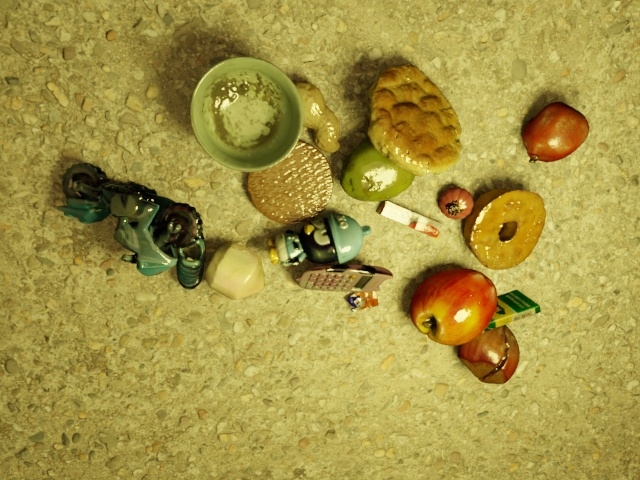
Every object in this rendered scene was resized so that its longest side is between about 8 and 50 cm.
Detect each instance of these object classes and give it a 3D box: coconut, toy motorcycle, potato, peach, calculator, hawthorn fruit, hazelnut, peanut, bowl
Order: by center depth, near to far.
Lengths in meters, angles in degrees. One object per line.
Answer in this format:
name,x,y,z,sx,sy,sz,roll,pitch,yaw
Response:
bowl,-0.198,-0.337,1.102,0.290,0.146,0.289,-3,106,-10
toy motorcycle,-0.534,-0.048,1.113,0.416,0.172,0.232,23,101,1
peanut,-0.011,-0.352,1.159,0.104,0.085,0.227,-28,112,28
potato,0.179,-0.211,1.194,0.253,0.148,0.186,-33,92,-4
coconut,-0.247,0.095,1.220,0.183,0.171,0.170,25,101,-13
hawthorn fruit,0.709,-0.318,1.239,0.169,0.169,0.188,37,90,-17
calculator,0.067,0.120,1.281,0.295,0.194,0.043,3,66,-11
peach,0.437,0.211,1.325,0.281,0.281,0.238,-48,65,7
hazelnut,0.605,0.391,1.435,0.212,0.181,0.181,34,119,-7

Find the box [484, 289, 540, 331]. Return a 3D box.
box,0.623,0.247,1.417,0.235,0.132,0.034,-18,110,-4

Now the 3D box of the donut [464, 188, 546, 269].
donut,0.589,-0.045,1.321,0.278,0.108,0.277,-6,113,-15

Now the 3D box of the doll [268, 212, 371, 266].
doll,0.000,0.000,1.222,0.314,0.177,0.141,-12,132,-2

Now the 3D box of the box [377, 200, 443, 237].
box,0.293,-0.070,1.316,0.218,0.039,0.055,22,101,-14

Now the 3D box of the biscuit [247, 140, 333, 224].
biscuit,-0.090,-0.174,1.225,0.262,0.037,0.261,-3,108,-8

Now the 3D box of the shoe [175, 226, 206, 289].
shoe,-0.392,0.055,1.212,0.092,0.106,0.207,6,109,-10

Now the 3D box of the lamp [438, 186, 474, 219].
lamp,0.435,-0.119,1.296,0.108,0.092,0.107,13,123,21

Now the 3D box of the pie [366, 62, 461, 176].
pie,0.263,-0.333,1.131,0.340,0.083,0.339,9,70,-27

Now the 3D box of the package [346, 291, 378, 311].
package,0.145,0.205,1.382,0.111,0.033,0.077,-19,86,-17
